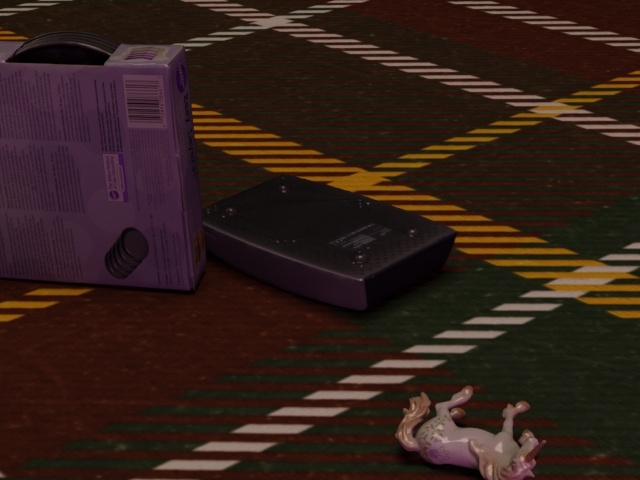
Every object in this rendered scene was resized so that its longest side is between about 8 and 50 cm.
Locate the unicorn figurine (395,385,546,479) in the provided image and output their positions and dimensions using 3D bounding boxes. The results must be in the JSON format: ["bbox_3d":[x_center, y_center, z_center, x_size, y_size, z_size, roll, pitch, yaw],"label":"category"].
[{"bbox_3d":[0.136,0.167,1.268,0.162,0.060,0.111,-7,20,31],"label":"unicorn figurine"}]

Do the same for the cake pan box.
[{"bbox_3d":[-0.251,-0.081,1.574,0.245,0.267,0.070,1,27,12],"label":"cake pan box"}]

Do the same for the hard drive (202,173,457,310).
[{"bbox_3d":[0.000,0.000,1.631,0.254,0.054,0.172,20,32,39],"label":"hard drive"}]
